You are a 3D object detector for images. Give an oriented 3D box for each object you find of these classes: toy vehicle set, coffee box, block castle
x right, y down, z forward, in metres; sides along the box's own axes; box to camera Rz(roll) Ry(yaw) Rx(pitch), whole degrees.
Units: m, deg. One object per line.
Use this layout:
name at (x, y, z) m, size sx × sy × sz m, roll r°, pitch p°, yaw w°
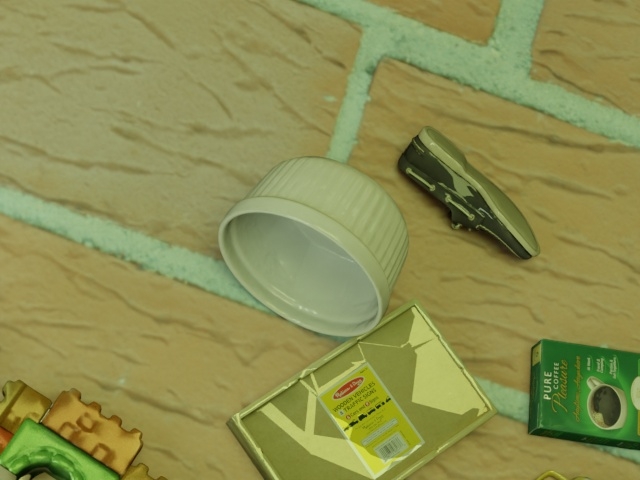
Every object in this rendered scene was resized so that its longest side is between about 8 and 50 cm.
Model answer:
toy vehicle set at (0.050, 0.201, 1.817) m, size 0.267 × 0.035 × 0.166 m, roll -31°, pitch 81°, yaw -21°
coffee box at (0.337, 0.184, 1.888) m, size 0.184 × 0.040 × 0.113 m, roll 8°, pitch 69°, yaw -11°
block castle at (-0.257, 0.232, 1.592) m, size 0.453 × 0.303 × 0.213 m, roll 33°, pitch 67°, yaw -1°

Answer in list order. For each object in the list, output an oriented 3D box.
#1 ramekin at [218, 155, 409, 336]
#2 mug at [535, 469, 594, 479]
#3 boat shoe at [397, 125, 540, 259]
ramekin at (0.000, 0.000, 1.790) m, size 0.207 × 0.207 × 0.109 m, roll 33°, pitch 58°, yaw -1°
mug at (0.287, 0.296, 1.830) m, size 0.064 × 0.062 × 0.078 m, roll -33°, pitch 88°, yaw -29°
boat shoe at (0.178, -0.046, 1.932) m, size 0.206 × 0.075 × 0.065 m, roll 46°, pitch 111°, yaw -1°
